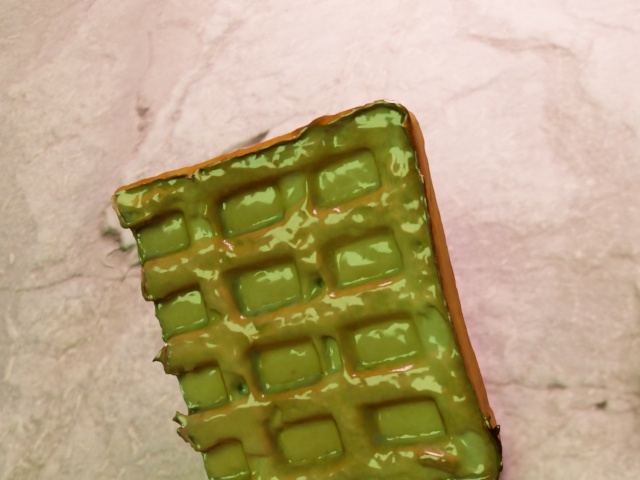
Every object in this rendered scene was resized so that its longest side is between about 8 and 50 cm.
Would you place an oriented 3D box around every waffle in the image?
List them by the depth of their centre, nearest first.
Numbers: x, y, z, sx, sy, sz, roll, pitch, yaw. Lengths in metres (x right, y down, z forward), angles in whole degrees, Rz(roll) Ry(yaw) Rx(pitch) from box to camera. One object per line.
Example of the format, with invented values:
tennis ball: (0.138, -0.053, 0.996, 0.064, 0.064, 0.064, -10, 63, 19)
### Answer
waffle: (-0.008, 0.074, 1.208, 0.304, 0.077, 0.348, -15, 89, 19)
